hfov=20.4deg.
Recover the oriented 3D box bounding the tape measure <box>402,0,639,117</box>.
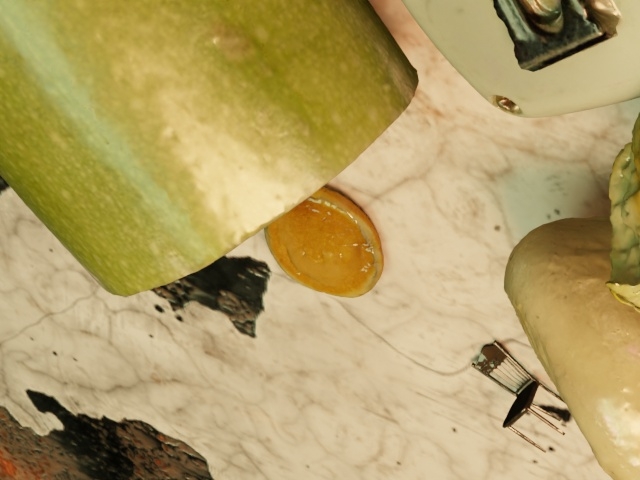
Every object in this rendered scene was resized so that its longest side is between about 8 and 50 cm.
[{"bbox_3d":[0.138,-0.190,0.998,0.246,0.125,0.243,50,139,-12],"label":"tape measure"}]

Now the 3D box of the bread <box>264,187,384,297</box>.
[{"bbox_3d":[0.000,0.000,1.354,0.110,0.024,0.110,21,136,21],"label":"bread"}]

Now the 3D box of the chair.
[{"bbox_3d":[0.149,0.119,1.341,0.086,0.042,0.037,38,136,0],"label":"chair"}]

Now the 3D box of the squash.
[{"bbox_3d":[-0.151,-0.184,1.118,0.263,0.263,0.384,-19,114,45],"label":"squash"}]

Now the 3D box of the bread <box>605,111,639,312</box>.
[{"bbox_3d":[0.281,-0.010,1.015,0.186,0.124,0.257,-22,142,37],"label":"bread"}]

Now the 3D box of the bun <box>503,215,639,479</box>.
[{"bbox_3d":[0.220,0.076,1.150,0.133,0.231,0.231,-33,107,10],"label":"bun"}]
